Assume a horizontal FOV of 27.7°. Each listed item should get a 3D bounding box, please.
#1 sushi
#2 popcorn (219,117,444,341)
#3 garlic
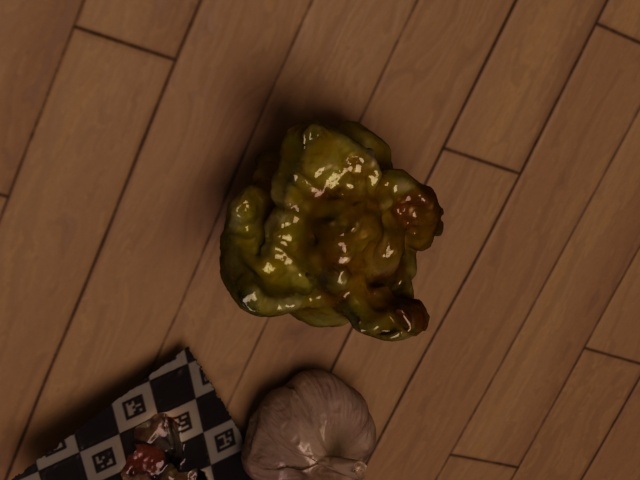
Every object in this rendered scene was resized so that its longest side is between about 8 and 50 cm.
[{"bbox_3d":[-0.269,0.359,1.959,0.320,0.069,0.339,-37,125,-16],"label":"sushi"},{"bbox_3d":[-0.008,-0.008,1.732,0.325,0.290,0.321,-41,109,-23],"label":"popcorn"},{"bbox_3d":[0.000,0.318,1.949,0.218,0.212,0.219,-9,110,-25],"label":"garlic"}]
